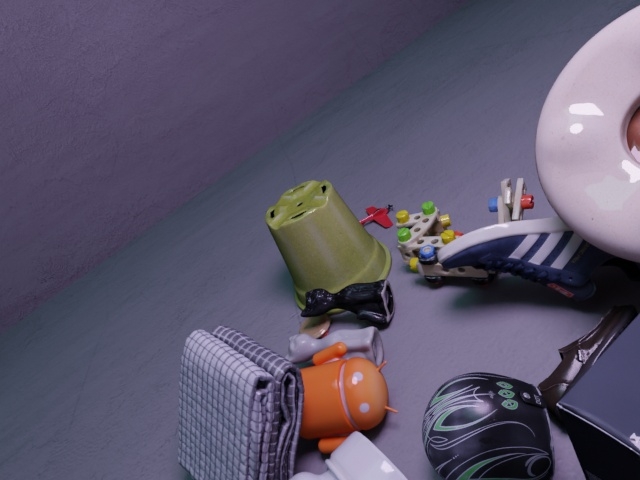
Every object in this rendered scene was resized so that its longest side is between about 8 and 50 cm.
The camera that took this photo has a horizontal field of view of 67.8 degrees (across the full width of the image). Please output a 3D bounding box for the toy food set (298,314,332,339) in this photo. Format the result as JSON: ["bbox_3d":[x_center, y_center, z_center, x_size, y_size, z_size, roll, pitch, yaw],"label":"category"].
[{"bbox_3d":[-0.012,0.204,1.111,0.083,0.020,0.083,-7,37,36],"label":"toy food set"}]

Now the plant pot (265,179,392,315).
[{"bbox_3d":[0.000,0.000,1.177,0.276,0.253,0.276,-23,30,15],"label":"plant pot"}]

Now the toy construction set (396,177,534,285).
[{"bbox_3d":[0.305,-0.012,1.042,0.328,0.151,0.215,-17,30,44],"label":"toy construction set"}]

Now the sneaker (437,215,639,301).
[{"bbox_3d":[0.389,0.040,0.834,0.350,0.131,0.148,-10,79,14],"label":"sneaker"}]

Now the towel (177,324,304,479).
[{"bbox_3d":[-0.140,0.312,0.832,0.121,0.283,0.235,-6,14,-43],"label":"towel"}]

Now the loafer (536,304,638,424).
[{"bbox_3d":[0.399,0.172,0.718,0.220,0.080,0.078,-41,31,-17],"label":"loafer"}]

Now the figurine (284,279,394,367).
[{"bbox_3d":[0.033,0.180,1.006,0.210,0.092,0.214,-5,38,25],"label":"figurine"}]

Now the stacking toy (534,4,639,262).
[{"bbox_3d":[0.592,-0.127,0.722,0.351,0.480,0.350,-8,80,49],"label":"stacking toy"}]

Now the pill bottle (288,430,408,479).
[{"bbox_3d":[-0.026,0.430,0.585,0.361,0.204,0.204,-41,30,-16],"label":"pill bottle"}]

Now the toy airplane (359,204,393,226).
[{"bbox_3d":[0.144,-0.064,1.373,0.151,0.028,0.151,-22,31,14],"label":"toy airplane"}]

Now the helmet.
[{"bbox_3d":[0.224,0.268,0.667,0.162,0.169,0.169,-5,35,10],"label":"helmet"}]

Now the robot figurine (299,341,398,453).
[{"bbox_3d":[0.025,0.279,0.850,0.220,0.128,0.158,-18,25,21],"label":"robot figurine"}]

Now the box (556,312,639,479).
[{"bbox_3d":[0.425,0.185,0.570,0.261,0.184,0.103,-39,30,-15],"label":"box"}]
